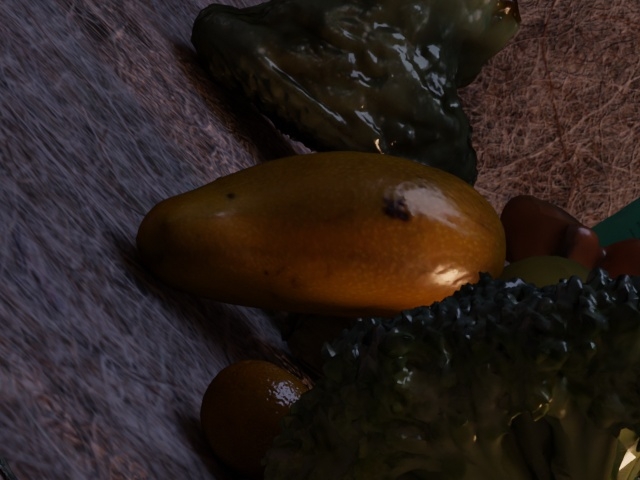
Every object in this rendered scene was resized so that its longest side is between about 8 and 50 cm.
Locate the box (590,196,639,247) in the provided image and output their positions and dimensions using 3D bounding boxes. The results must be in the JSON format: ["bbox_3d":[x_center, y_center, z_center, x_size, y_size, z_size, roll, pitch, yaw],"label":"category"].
[{"bbox_3d":[0.285,0.105,1.920,0.205,0.311,0.118,37,24,-53],"label":"box"}]

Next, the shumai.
[{"bbox_3d":[0.072,-0.249,2.125,0.397,0.323,0.324,33,0,-9],"label":"shumai"}]

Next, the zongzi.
[{"bbox_3d":[0.015,0.087,1.515,0.160,0.078,0.176,44,1,-28],"label":"zongzi"}]

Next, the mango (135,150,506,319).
[{"bbox_3d":[0.001,-0.006,1.350,0.294,0.120,0.177,8,-15,-16],"label":"mango"}]

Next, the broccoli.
[{"bbox_3d":[0.100,0.206,0.999,0.274,0.397,0.353,9,1,-21],"label":"broccoli"}]

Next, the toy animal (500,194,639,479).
[{"bbox_3d":[0.186,0.127,1.393,0.216,0.338,0.191,20,-25,6],"label":"toy animal"}]

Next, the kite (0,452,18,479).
[{"bbox_3d":[-0.142,0.127,0.847,0.152,0.005,0.137,49,9,5],"label":"kite"}]

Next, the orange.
[{"bbox_3d":[-0.039,0.118,1.135,0.085,0.085,0.085,47,10,-11],"label":"orange"}]
